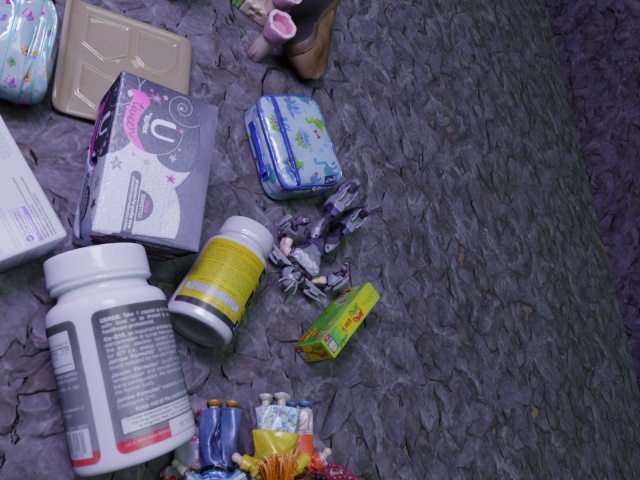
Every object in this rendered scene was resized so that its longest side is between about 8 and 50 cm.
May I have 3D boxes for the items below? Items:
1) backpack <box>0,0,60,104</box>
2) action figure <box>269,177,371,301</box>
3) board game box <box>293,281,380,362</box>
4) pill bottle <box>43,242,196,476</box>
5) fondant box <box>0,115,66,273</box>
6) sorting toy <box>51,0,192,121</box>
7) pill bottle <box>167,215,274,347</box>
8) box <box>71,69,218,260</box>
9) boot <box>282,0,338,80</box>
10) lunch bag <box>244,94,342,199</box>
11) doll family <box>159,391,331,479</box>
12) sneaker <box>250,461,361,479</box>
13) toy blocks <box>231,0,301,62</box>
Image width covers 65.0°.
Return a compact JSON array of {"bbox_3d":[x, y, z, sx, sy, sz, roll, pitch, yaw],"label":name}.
[{"bbox_3d":[-0.454,-0.296,0.744,0.115,0.152,0.181,10,80,-27],"label":"backpack"},{"bbox_3d":[0.000,0.000,1.036,0.185,0.099,0.285,53,53,-23],"label":"action figure"},{"bbox_3d":[0.035,0.162,1.004,0.043,0.092,0.181,54,49,-10],"label":"board game box"},{"bbox_3d":[-0.283,0.156,0.700,0.161,0.161,0.283,-8,79,-41],"label":"pill bottle"},{"bbox_3d":[-0.534,-0.037,0.611,0.330,0.096,0.238,-30,94,-43],"label":"fondant box"},{"bbox_3d":[-0.345,-0.250,0.887,0.229,0.041,0.307,10,74,-35],"label":"sorting toy"},{"bbox_3d":[-0.165,0.066,0.858,0.119,0.119,0.208,40,54,-22],"label":"pill bottle"},{"bbox_3d":[-0.275,-0.107,0.793,0.163,0.142,0.247,14,74,-35],"label":"box"},{"bbox_3d":[-0.015,-0.508,1.232,0.115,0.112,0.305,63,35,-45],"label":"boot"},{"bbox_3d":[-0.060,-0.197,1.065,0.176,0.090,0.218,-9,79,-38],"label":"lunch bag"},{"bbox_3d":[-0.117,0.313,0.724,0.263,0.118,0.163,-5,55,1],"label":"doll family"},{"bbox_3d":[-0.004,0.450,0.867,0.299,0.121,0.112,32,85,-28],"label":"sneaker"},{"bbox_3d":[-0.136,-0.605,1.037,0.289,0.260,0.308,27,58,-29],"label":"toy blocks"}]
